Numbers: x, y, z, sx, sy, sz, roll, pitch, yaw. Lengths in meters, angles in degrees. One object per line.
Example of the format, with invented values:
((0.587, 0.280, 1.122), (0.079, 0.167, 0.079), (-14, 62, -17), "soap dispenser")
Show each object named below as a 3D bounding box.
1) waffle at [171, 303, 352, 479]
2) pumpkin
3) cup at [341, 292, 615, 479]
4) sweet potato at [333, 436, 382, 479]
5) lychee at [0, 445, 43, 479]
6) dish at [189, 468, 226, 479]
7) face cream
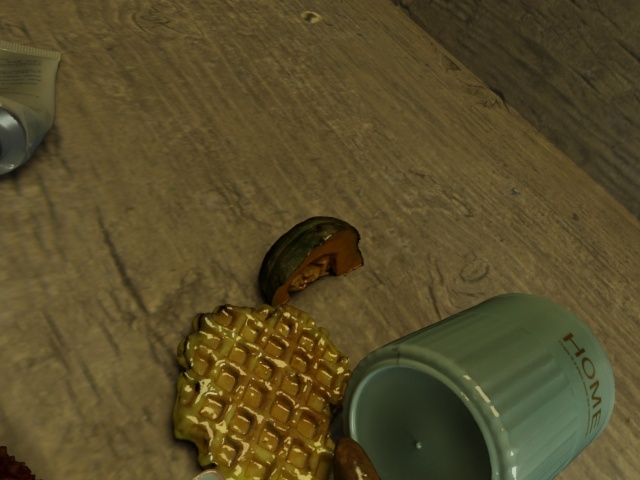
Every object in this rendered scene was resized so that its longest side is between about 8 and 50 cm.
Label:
((-0.062, 0.211, 0.738), (0.282, 0.058, 0.300), (14, 45, -23), "waffle")
((-0.001, -0.004, 0.916), (0.279, 0.163, 0.111), (-22, 65, -46), "pumpkin")
((0.208, 0.257, 0.737), (0.311, 0.331, 0.257), (-7, 25, -45), "cup")
((0.051, 0.379, 0.603), (0.098, 0.097, 0.291), (10, 52, -26), "sweet potato")
((-0.341, 0.257, 0.377), (0.272, 0.271, 0.271), (19, 41, -17), "lychee")
((-0.116, 0.363, 0.529), (0.151, 0.077, 0.212), (-20, 62, -46), "dish")
((-0.547, -0.249, 0.853), (0.235, 0.137, 0.420), (5, 39, -29), "face cream")
